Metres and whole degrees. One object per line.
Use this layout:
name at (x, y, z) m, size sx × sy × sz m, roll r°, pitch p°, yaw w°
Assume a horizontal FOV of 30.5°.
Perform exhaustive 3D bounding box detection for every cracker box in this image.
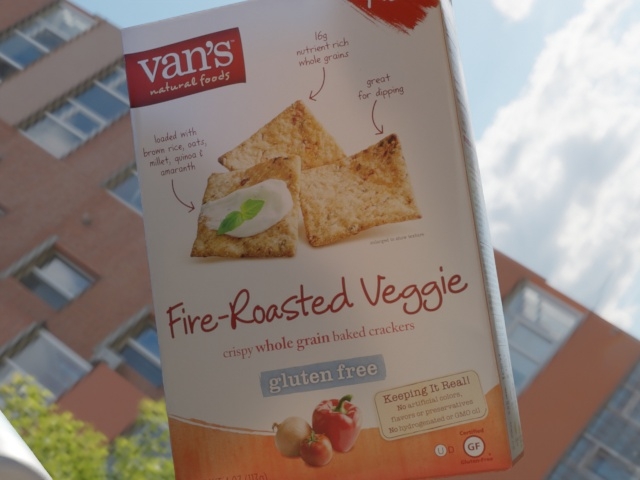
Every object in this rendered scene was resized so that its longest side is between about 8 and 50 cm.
cracker box at (0.000, 0.000, 0.558) m, size 0.067 × 0.155 × 0.232 m, roll 21°, pitch -120°, yaw -74°

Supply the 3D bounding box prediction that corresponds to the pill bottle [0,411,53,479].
pill bottle at (-0.274, 0.134, 0.734) m, size 0.146 × 0.264 × 0.146 m, roll -18°, pitch -58°, yaw -31°
